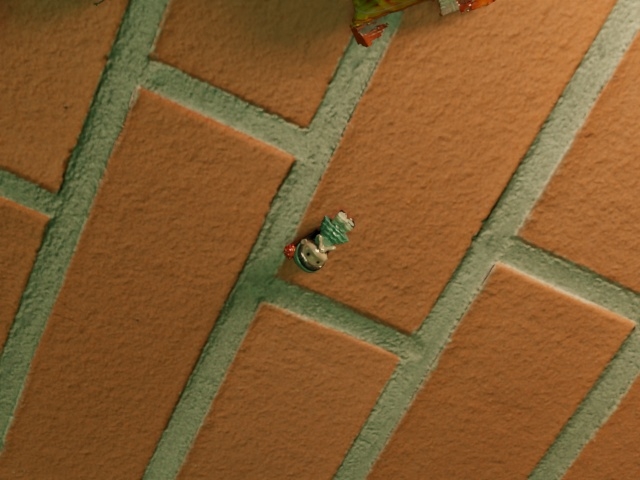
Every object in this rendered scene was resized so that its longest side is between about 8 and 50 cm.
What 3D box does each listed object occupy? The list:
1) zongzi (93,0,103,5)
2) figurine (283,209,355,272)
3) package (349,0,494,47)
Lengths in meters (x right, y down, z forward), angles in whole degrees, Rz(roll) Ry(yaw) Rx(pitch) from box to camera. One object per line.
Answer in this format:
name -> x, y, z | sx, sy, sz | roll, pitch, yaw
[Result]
zongzi -> -0.308, -0.328, 1.108 | 0.109, 0.055, 0.119 | 40, 122, -16
figurine -> 0.000, 0.000, 1.239 | 0.060, 0.047, 0.106 | 39, 108, -23
package -> 0.105, -0.390, 1.028 | 0.223, 0.108, 0.288 | -16, 115, 12
